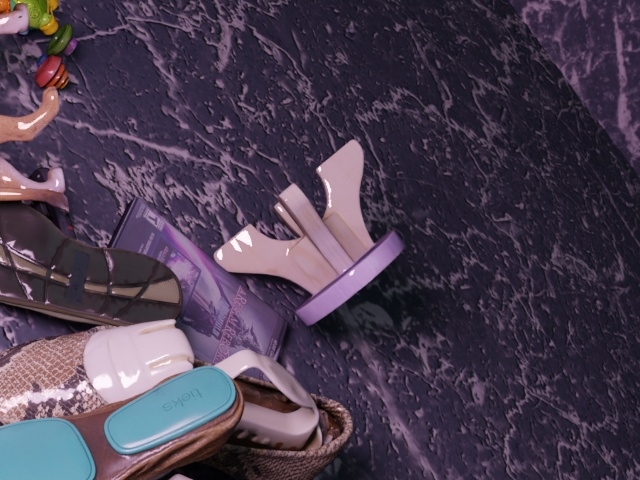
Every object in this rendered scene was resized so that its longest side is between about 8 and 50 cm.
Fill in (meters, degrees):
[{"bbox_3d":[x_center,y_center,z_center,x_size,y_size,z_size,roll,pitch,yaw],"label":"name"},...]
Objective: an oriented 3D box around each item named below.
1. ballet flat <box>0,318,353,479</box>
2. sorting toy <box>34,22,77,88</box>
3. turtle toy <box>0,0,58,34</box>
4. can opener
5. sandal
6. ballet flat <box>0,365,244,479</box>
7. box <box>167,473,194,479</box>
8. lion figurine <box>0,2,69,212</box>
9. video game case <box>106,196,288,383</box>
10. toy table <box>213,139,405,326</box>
[{"bbox_3d":[-0.152,0.177,2.028,0.483,0.182,0.164,20,43,-39],"label":"ballet flat"},{"bbox_3d":[-0.348,-0.238,2.338,0.042,0.061,0.102,35,57,-24],"label":"sorting toy"},{"bbox_3d":[-0.403,-0.330,2.357,0.095,0.066,0.130,54,19,-43],"label":"turtle toy"},{"bbox_3d":[-0.319,-0.007,2.129,0.073,0.059,0.186,12,47,-46],"label":"can opener"},{"bbox_3d":[-0.311,0.044,2.046,0.302,0.086,0.120,23,65,-13],"label":"sandal"},{"bbox_3d":[-0.241,0.236,1.871,0.342,0.124,0.116,-21,55,-18],"label":"ballet flat"},{"bbox_3d":[-0.133,0.395,1.874,0.148,0.127,0.232,30,37,-31],"label":"box"},{"bbox_3d":[-0.435,-0.186,2.004,0.240,0.142,0.392,-11,65,-17],"label":"lion figurine"},{"bbox_3d":[-0.165,0.086,2.262,0.274,0.026,0.196,40,33,-16],"label":"video game case"},{"bbox_3d":[0.000,0.000,2.371,0.252,0.274,0.161,-40,90,-17],"label":"toy table"}]
